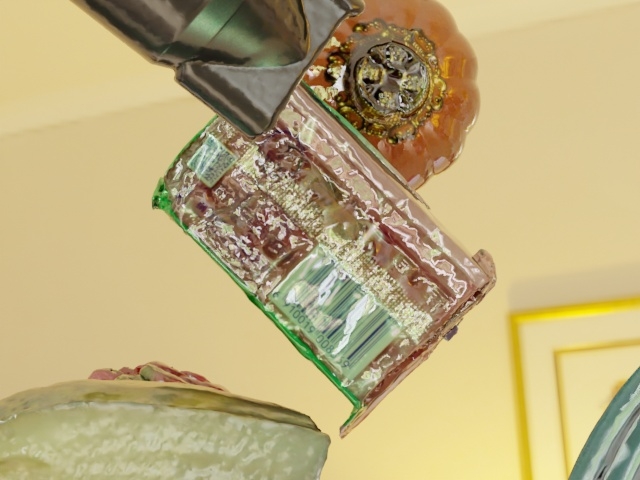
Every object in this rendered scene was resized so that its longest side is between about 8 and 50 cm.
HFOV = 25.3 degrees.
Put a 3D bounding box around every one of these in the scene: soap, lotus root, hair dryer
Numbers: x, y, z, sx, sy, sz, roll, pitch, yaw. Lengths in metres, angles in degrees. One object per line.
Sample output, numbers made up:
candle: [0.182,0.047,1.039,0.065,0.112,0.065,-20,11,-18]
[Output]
soap: [0.000,0.000,1.193,0.218,0.273,0.098,-45,-4,4]
lotus root: [-0.160,0.210,0.909,0.260,0.267,0.149,13,5,-15]
hair dryer: [-0.059,-0.187,0.725,0.244,0.116,0.302,37,-21,-13]

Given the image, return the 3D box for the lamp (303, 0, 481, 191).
lamp: [0.050,-0.149,1.403,0.223,0.223,0.196,0,-1,-11]

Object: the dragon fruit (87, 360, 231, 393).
dragon fruit: [-0.132,0.213,1.317,0.273,0.198,0.218,19,-45,37]

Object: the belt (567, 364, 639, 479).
belt: [0.254,0.231,0.626,0.300,0.436,0.173,-7,-19,27]
